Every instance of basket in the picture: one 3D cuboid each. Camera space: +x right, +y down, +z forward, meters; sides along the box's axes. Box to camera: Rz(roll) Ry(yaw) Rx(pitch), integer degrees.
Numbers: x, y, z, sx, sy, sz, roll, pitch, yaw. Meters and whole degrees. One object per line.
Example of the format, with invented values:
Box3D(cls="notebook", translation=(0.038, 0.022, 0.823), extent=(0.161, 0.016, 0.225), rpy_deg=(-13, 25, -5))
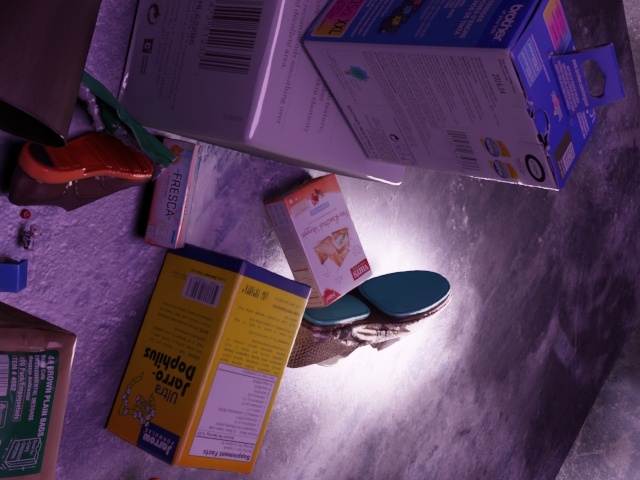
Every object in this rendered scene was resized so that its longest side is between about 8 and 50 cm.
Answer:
Box3D(cls="basket", translation=(-0.399, -0.272, 1.183), extent=(0.204, 0.154, 0.227), rpy_deg=(26, 74, -21))

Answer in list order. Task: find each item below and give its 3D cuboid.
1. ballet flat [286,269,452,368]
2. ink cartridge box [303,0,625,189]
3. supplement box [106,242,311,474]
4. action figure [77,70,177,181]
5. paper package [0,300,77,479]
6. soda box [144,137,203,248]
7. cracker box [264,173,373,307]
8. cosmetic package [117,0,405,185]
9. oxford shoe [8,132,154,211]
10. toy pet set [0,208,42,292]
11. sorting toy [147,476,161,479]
Box3D(cls="ballet flat", translation=(0.090, 0.183, 1.917), extent=(0.482, 0.164, 0.182), rpy_deg=(-11, 131, -42))
Box3D(cls="ink cartridge box", translation=(0.211, -0.220, 1.212), extent=(0.151, 0.395, 0.270), rpy_deg=(-57, 138, -21))
Box3D(cls="supplement box", translation=(-0.194, 0.207, 1.530), extent=(0.194, 0.195, 0.357), rpy_deg=(26, 80, -50))
Box3D(cls="action figure", translation=(-0.320, -0.189, 1.312), extent=(0.063, 0.137, 0.232), rpy_deg=(-44, 101, -3))
Box3D(cls="paper package", translation=(-0.482, 0.242, 1.112), extent=(0.168, 0.309, 0.325), rpy_deg=(6, 95, -50))
Box3D(cls="soda box", translation=(-0.249, -0.079, 1.471), extent=(0.063, 0.058, 0.183), rpy_deg=(-24, 127, -84))
Box3D(cls="cracker box", translation=(0.000, 0.000, 1.744), extent=(0.155, 0.067, 0.232), rpy_deg=(-31, 104, -41))
Box3D(cls="cosmetic package", translation=(-0.061, -0.300, 1.434), extent=(0.393, 0.327, 0.330), rpy_deg=(11, 93, -50))
Box3D(cls="oxford shoe", translation=(-0.366, -0.102, 1.342), extent=(0.271, 0.097, 0.098), rpy_deg=(-6, 139, -56))
Box3D(cls="toy pet set", translation=(-0.463, 0.015, 1.257), extent=(0.122, 0.065, 0.114), rpy_deg=(-5, 105, -48))
Box3D(cls="sorting toy", translation=(-0.388, 0.519, 1.500), extent=(0.274, 0.046, 0.132), rpy_deg=(-21, 117, -32))
